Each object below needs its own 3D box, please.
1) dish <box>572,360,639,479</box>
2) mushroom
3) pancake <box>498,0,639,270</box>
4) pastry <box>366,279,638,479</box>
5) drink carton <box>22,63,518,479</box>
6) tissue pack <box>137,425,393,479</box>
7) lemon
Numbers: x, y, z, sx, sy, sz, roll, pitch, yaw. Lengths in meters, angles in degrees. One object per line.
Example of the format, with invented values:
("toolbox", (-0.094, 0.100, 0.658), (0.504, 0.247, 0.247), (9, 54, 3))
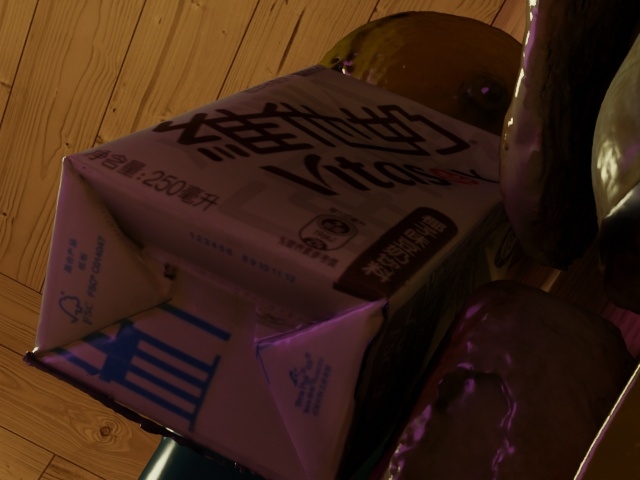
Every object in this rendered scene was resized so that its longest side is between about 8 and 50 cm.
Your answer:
("dish", (0.114, 0.071, 0.277), (0.208, 0.080, 0.149), (-64, -3, 6))
("mushroom", (0.184, -0.080, 0.574), (0.100, 0.081, 0.312), (-61, 0, 39))
("pancake", (0.168, -0.111, 0.711), (0.282, 0.049, 0.282), (-45, -37, -48))
("pastry", (0.079, 0.104, 0.554), (0.182, 0.093, 0.192), (-63, -6, -10))
("drink carton", (0.000, 0.000, 0.704), (0.324, 0.194, 0.132), (-34, -35, -60))
("tissue pack", (-0.046, 0.226, 0.664), (0.198, 0.206, 0.287), (-63, 0, 44))
("lemon", (0.082, -0.061, 0.964), (0.228, 0.228, 0.253), (-64, -7, -54))
